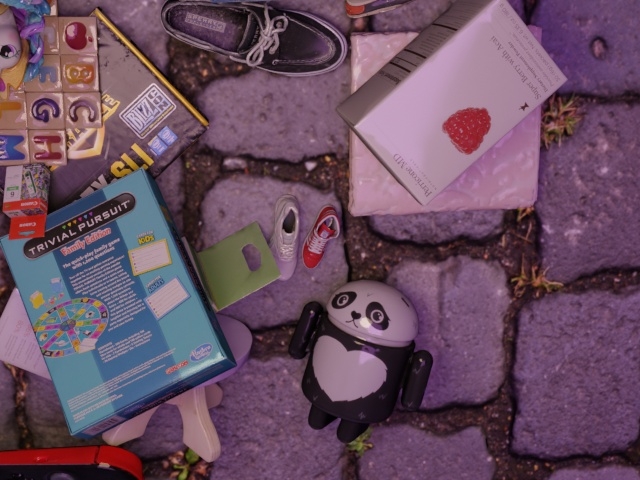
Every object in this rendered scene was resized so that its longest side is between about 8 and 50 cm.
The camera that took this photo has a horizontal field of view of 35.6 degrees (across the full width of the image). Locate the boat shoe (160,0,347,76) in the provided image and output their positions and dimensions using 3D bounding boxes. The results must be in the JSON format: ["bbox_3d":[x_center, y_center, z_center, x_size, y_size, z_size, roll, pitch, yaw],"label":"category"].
[{"bbox_3d":[-0.102,-0.330,1.584,0.306,0.105,0.113,17,103,-11],"label":"boat shoe"}]

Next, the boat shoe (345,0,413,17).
[{"bbox_3d":[0.107,-0.394,1.627,0.137,0.049,0.043,-14,149,-6],"label":"boat shoe"}]

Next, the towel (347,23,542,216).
[{"bbox_3d":[0.209,-0.201,1.689,0.332,0.053,0.317,-3,105,-7],"label":"towel"}]

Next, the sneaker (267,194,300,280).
[{"bbox_3d":[-0.062,0.001,1.708,0.054,0.061,0.152,1,107,-10],"label":"sneaker"}]

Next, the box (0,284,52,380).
[{"bbox_3d":[-0.454,0.154,1.684,0.170,0.091,0.130,25,101,-13],"label":"box"}]

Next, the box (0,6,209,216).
[{"bbox_3d":[-0.380,-0.172,1.609,0.322,0.079,0.257,-42,108,5],"label":"box"}]

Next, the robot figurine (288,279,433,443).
[{"bbox_3d":[0.066,0.205,1.722,0.209,0.173,0.278,13,104,-19],"label":"robot figurine"}]

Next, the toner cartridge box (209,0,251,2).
[{"bbox_3d":[-0.086,-0.395,1.441,0.165,0.348,0.075,-5,108,-6],"label":"toner cartridge box"}]

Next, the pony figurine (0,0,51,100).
[{"bbox_3d":[-0.445,-0.411,1.362,0.303,0.363,0.351,6,61,6],"label":"pony figurine"}]

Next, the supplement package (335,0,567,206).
[{"bbox_3d":[0.198,-0.226,1.562,0.293,0.175,0.177,-42,108,4],"label":"supplement package"}]

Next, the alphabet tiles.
[{"bbox_3d":[-0.511,-0.256,1.528,0.343,0.011,0.285,-1,101,-3],"label":"alphabet tiles"}]

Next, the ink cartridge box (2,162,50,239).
[{"bbox_3d":[-0.454,-0.061,1.537,0.063,0.029,0.115,-6,67,9],"label":"ink cartridge box"}]

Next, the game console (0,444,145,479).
[{"bbox_3d":[-0.447,0.476,1.693,0.342,0.060,0.386,-4,135,0],"label":"game console"}]

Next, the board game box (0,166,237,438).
[{"bbox_3d":[-0.311,0.094,1.523,0.254,0.079,0.336,-26,71,1],"label":"board game box"}]

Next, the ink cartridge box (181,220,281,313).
[{"bbox_3d":[-0.197,0.055,1.647,0.235,0.171,0.056,-32,129,3],"label":"ink cartridge box"}]

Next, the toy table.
[{"bbox_3d":[-0.243,0.238,1.671,0.274,0.252,0.161,-5,121,-40],"label":"toy table"}]

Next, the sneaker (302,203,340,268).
[{"bbox_3d":[0.000,0.000,1.711,0.042,0.067,0.118,17,103,-11],"label":"sneaker"}]
